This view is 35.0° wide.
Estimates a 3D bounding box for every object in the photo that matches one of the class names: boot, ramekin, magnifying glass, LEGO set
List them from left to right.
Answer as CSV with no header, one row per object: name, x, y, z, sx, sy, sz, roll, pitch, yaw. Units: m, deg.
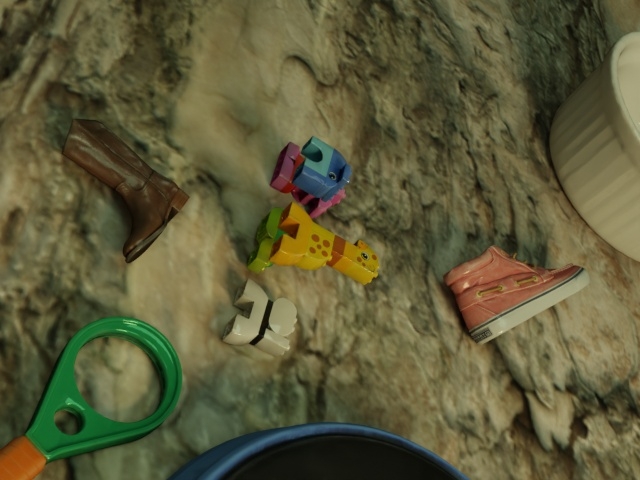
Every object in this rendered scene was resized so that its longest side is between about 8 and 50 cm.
magnifying glass,-0.183,0.132,0.704,0.092,0.026,0.231,48,43,1
boot,-0.172,-0.044,0.823,0.114,0.037,0.106,41,31,-10
LEGO set,0.000,0.000,0.885,0.093,0.087,0.227,29,48,-16
ramekin,0.409,-0.102,1.224,0.277,0.135,0.277,19,50,-25

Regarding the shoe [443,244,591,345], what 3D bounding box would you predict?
shoe,0.200,0.037,1.022,0.178,0.063,0.081,-22,80,-39

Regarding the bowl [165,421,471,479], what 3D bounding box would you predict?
bowl,0.028,0.308,0.698,0.391,0.077,0.391,19,51,-26
